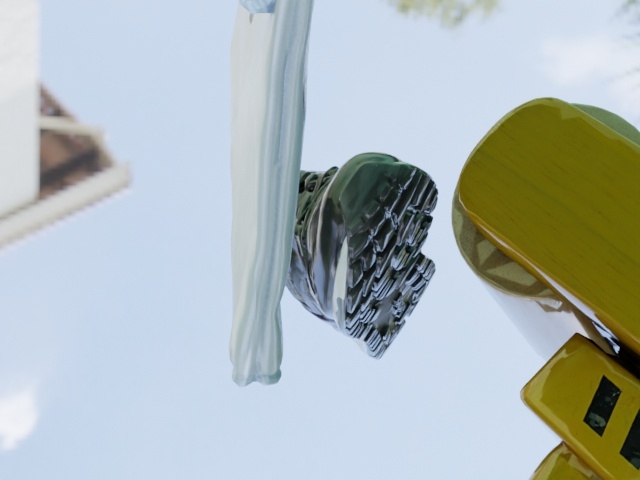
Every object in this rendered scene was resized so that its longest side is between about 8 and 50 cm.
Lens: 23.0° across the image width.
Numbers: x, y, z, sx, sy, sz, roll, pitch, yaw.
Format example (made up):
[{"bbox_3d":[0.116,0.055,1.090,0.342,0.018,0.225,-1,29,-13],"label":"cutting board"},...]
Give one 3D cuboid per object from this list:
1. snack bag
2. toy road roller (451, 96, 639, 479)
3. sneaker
[{"bbox_3d":[-0.025,-0.164,0.665,0.037,0.343,0.323,2,-146,-6],"label":"snack bag"},{"bbox_3d":[0.166,0.108,0.810,0.240,0.202,0.329,-46,-125,-2],"label":"toy road roller"},{"bbox_3d":[0.000,0.000,1.057,0.124,0.283,0.107,32,-104,12],"label":"sneaker"}]
